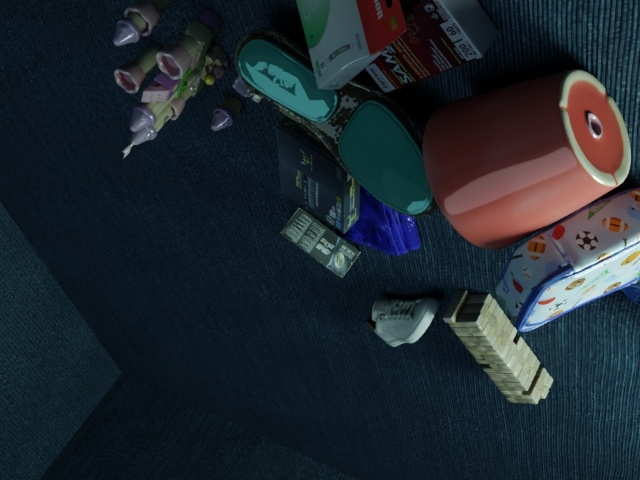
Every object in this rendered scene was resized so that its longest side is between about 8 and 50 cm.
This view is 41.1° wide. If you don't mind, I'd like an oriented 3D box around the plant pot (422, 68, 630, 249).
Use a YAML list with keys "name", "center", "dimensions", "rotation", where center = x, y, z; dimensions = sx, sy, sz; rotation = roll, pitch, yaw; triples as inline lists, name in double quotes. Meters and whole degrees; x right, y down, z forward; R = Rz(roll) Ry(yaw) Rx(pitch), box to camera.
- name: "plant pot"
  center: [0.346, -0.143, 1.394]
  dimensions: [0.243, 0.275, 0.275]
  rotation: [-23, 118, 45]

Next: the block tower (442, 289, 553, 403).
- name: "block tower"
  center: [0.429, 0.261, 2.041]
  dimensions: [0.097, 0.091, 0.335]
  rotation: [-9, 130, 50]

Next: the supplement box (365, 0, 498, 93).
- name: "supplement box"
  center: [0.165, -0.344, 1.444]
  dimensions: [0.130, 0.073, 0.239]
  rotation: [47, 150, -21]

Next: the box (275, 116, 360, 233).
- name: "box"
  center: [-0.004, -0.140, 1.798]
  dimensions: [0.183, 0.059, 0.233]
  rotation: [35, 152, 21]

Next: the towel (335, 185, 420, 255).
- name: "towel"
  center: [0.092, -0.097, 1.874]
  dimensions: [0.227, 0.076, 0.308]
  rotation: [16, 145, 29]

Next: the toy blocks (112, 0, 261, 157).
- name: "toy blocks"
  center: [-0.301, -0.311, 1.772]
  dimensions: [0.309, 0.260, 0.288]
  rotation: [36, 150, -1]

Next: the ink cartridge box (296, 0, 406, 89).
- name: "ink cartridge box"
  center: [0.045, -0.380, 1.432]
  dimensions: [0.224, 0.056, 0.181]
  rotation: [-31, 70, 60]

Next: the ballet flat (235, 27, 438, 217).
- name: "ballet flat"
  center: [0.057, -0.239, 1.610]
  dimensions: [0.482, 0.182, 0.164]
  rotation: [39, 117, 7]

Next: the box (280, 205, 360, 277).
- name: "box"
  center: [0.000, 0.000, 2.041]
  dimensions: [0.180, 0.078, 0.147]
  rotation: [36, -177, -4]

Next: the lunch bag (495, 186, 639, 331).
- name: "lunch bag"
  center: [0.465, 0.041, 1.496]
  dimensions: [0.243, 0.303, 0.115]
  rotation: [93, 153, -58]

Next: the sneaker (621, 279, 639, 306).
- name: "sneaker"
  center: [0.640, 0.133, 1.645]
  dimensions: [0.152, 0.085, 0.058]
  rotation: [29, 150, 11]

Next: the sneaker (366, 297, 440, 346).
- name: "sneaker"
  center: [0.196, 0.193, 2.159]
  dimensions: [0.123, 0.106, 0.290]
  rotation: [35, 152, -6]
